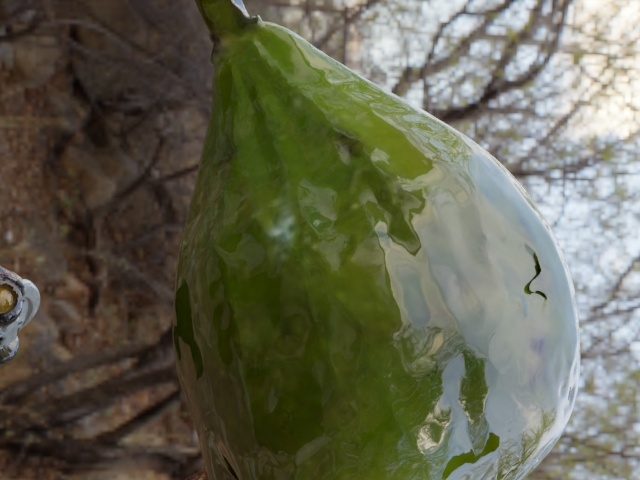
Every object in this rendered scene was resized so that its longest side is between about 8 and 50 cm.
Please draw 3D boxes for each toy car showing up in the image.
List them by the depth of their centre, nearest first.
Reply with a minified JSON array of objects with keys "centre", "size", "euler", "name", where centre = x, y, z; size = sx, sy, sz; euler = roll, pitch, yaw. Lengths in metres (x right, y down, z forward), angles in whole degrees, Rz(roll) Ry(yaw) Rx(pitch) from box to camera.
[{"centre":[-0.291,0.054,0.840],"size":[0.112,0.139,0.112],"euler":[46,-29,7],"name":"toy car"}]

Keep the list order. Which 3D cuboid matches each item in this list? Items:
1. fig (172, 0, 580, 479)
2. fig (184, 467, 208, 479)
[{"centre":[0.025,0.013,0.623],"size":[0.233,0.233,0.314],"euler":[-139,-135,-80],"name":"fig"},{"centre":[-0.069,0.239,0.880],"size":[0.146,0.133,0.201],"euler":[56,-13,16],"name":"fig"}]
